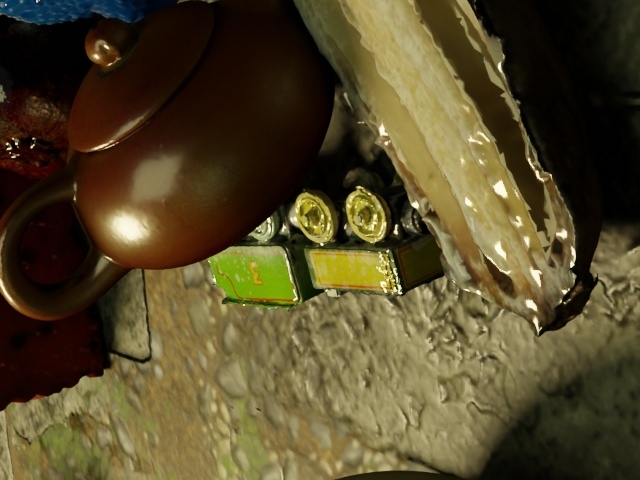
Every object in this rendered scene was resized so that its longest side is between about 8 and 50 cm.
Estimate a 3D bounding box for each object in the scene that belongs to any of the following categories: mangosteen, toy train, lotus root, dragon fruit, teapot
[{"bbox_3d":[-0.195,-0.114,1.051,0.140,0.140,0.140,20,117,46],"label":"mangosteen"},{"bbox_3d":[0.000,0.000,0.889,0.202,0.060,0.081,0,109,52],"label":"toy train"},{"bbox_3d":[0.066,-0.113,0.762,0.329,0.078,0.167,63,157,12],"label":"lotus root"},{"bbox_3d":[-0.346,-0.028,1.166,0.286,0.228,0.329,13,115,51],"label":"dragon fruit"},{"bbox_3d":[-0.099,-0.062,0.864,0.135,0.252,0.178,46,176,-24],"label":"teapot"}]

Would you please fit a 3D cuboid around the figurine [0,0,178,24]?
[{"bbox_3d":[-0.157,-0.192,0.939,0.164,0.120,0.262,46,163,-25],"label":"figurine"}]

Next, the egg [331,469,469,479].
[{"bbox_3d":[0.044,0.229,0.778,0.269,0.219,0.219,2,103,36],"label":"egg"}]
